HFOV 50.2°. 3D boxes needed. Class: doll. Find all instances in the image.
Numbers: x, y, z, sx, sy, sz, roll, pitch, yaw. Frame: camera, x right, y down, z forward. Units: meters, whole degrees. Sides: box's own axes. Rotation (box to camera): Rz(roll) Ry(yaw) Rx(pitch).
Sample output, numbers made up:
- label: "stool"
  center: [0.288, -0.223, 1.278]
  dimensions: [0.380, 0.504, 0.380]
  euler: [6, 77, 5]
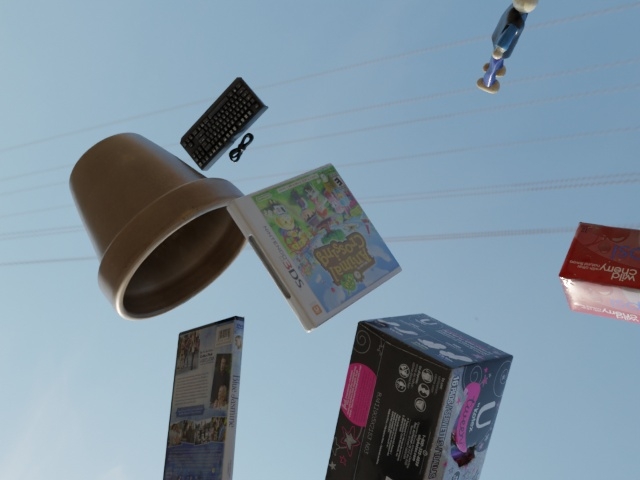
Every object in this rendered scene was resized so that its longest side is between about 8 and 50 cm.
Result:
- label: "doll"
  center: [0.294, -0.323, 1.074]
  dimensions: [0.046, 0.189, 0.129]
  euler: [21, -116, 7]

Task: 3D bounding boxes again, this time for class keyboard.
- label: "keyboard"
  center: [-0.172, -0.200, 1.248]
  dimensions: [0.180, 0.023, 0.108]
  euler: [-41, -88, 25]

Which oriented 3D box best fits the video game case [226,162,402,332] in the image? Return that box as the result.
- label: "video game case"
  center: [0.000, 0.000, 0.932]
  dimensions: [0.023, 0.212, 0.193]
  euler: [-38, -98, 42]

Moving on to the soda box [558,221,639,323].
- label: "soda box"
  center: [0.430, 0.052, 0.809]
  dimensions: [0.263, 0.083, 0.092]
  euler: [10, -121, 39]

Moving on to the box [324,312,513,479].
- label: "box"
  center: [0.128, 0.241, 0.903]
  dimensions: [0.163, 0.142, 0.248]
  euler: [23, -72, 44]

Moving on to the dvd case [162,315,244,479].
- label: "dvd case"
  center: [-0.184, 0.255, 1.069]
  dimensions: [0.180, 0.022, 0.253]
  euler: [-21, -120, 47]

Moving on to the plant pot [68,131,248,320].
- label: "plant pot"
  center: [-0.268, -0.045, 1.072]
  dimensions: [0.263, 0.263, 0.229]
  euler: [-46, -108, 11]
